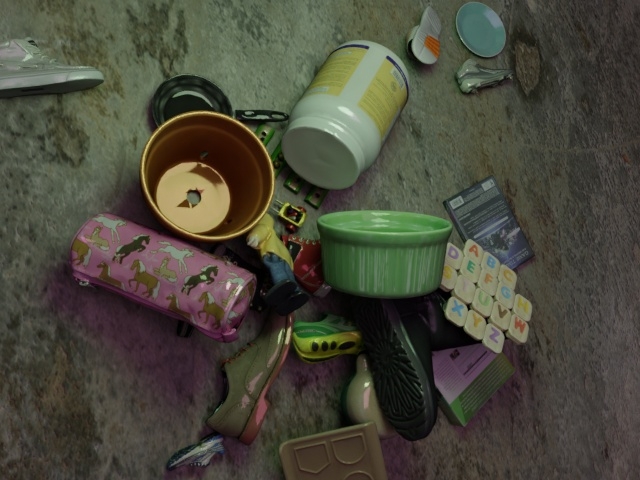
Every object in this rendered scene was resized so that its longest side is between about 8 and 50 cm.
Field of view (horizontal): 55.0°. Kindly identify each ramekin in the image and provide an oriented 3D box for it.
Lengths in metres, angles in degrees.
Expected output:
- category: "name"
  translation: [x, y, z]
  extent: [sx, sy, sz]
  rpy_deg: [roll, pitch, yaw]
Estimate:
- category: "ramekin"
  translation: [0.142, 0.026, 1.400]
  extent: [0.304, 0.303, 0.148]
  rpy_deg: [-4, 102, -23]

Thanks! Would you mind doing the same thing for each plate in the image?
- category: "plate"
  translation: [0.501, -0.661, 1.938]
  extent: [0.188, 0.024, 0.188]
  rpy_deg: [5, 76, -22]

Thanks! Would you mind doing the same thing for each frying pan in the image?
- category: "frying pan"
  translation: [-0.261, -0.336, 1.535]
  extent: [0.326, 0.053, 0.197]
  rpy_deg: [-25, 88, -27]

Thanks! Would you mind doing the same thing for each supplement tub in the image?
- category: "supplement tub"
  translation: [0.064, -0.313, 1.536]
  extent: [0.241, 0.241, 0.331]
  rpy_deg: [36, 57, -12]

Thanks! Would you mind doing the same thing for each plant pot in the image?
- category: "plant pot"
  translation: [-0.273, -0.122, 1.400]
  extent: [0.291, 0.203, 0.290]
  rpy_deg: [5, 77, -22]

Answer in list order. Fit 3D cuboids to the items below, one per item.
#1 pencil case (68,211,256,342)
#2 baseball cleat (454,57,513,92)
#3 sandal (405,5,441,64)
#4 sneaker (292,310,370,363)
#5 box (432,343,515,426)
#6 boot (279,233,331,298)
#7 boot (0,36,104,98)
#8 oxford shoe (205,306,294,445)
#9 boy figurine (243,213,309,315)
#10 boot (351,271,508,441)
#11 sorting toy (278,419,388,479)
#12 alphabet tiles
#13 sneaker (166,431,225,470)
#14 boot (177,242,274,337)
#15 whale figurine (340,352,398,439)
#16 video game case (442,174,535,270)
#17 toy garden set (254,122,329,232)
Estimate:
- category: "pencil case"
  translation: [-0.325, 0.077, 1.292]
  extent: [0.387, 0.160, 0.167]
  rpy_deg: [21, 97, 7]
- category: "baseball cleat"
  translation: [0.501, -0.516, 1.881]
  extent: [0.206, 0.072, 0.109]
  rpy_deg: [-21, 80, -29]
- category: "sandal"
  translation: [0.300, -0.592, 1.819]
  extent: [0.102, 0.076, 0.265]
  rpy_deg: [43, 44, -24]
- category: "sneaker"
  translation: [0.057, 0.219, 1.506]
  extent: [0.296, 0.109, 0.123]
  rpy_deg: [2, 41, -38]
- category: "box"
  translation: [0.352, 0.297, 1.651]
  extent: [0.232, 0.058, 0.322]
  rpy_deg: [-37, 93, -25]
- category: "boot"
  translation: [0.000, 0.000, 1.554]
  extent: [0.176, 0.088, 0.244]
  rpy_deg: [39, 71, -9]
- category: "boot"
  translation: [-0.626, -0.396, 1.370]
  extent: [0.259, 0.095, 0.123]
  rpy_deg: [-12, 90, -23]
- category: "oxford shoe"
  translation: [-0.156, 0.278, 1.409]
  extent: [0.130, 0.123, 0.348]
  rpy_deg: [22, 68, -9]
- category: "boy figurine"
  translation: [-0.122, 0.031, 1.416]
  extent: [0.092, 0.177, 0.285]
  rpy_deg: [-36, 49, 6]
- category: "boot"
  translation: [0.324, 0.251, 1.499]
  extent: [0.446, 0.146, 0.366]
  rpy_deg: [-4, 71, -38]
- category: "sorting toy"
  translation: [0.044, 0.569, 1.428]
  extent: [0.229, 0.041, 0.307]
  rpy_deg: [-14, 107, -4]
- category: "alphabet tiles"
  translation: [0.403, 0.130, 1.515]
  extent: [0.284, 0.021, 0.278]
  rpy_deg: [36, 47, -7]
- category: "sneaker"
  translation: [-0.270, 0.478, 1.354]
  extent: [0.135, 0.052, 0.058]
  rpy_deg: [-22, 92, -25]
- category: "boot"
  translation: [-0.214, 0.141, 1.433]
  extent: [0.179, 0.085, 0.236]
  rpy_deg: [28, 70, -17]
- category: "whale figurine"
  translation: [0.156, 0.355, 1.513]
  extent: [0.216, 0.141, 0.272]
  rpy_deg: [43, 60, -13]
- category: "video game case"
  translation: [0.495, -0.033, 1.798]
  extent: [0.196, 0.026, 0.274]
  rpy_deg: [-28, 91, -25]
- category: "toy garden set"
  translation: [-0.096, -0.158, 1.565]
  extent: [0.244, 0.049, 0.203]
  rpy_deg: [35, 68, -12]
